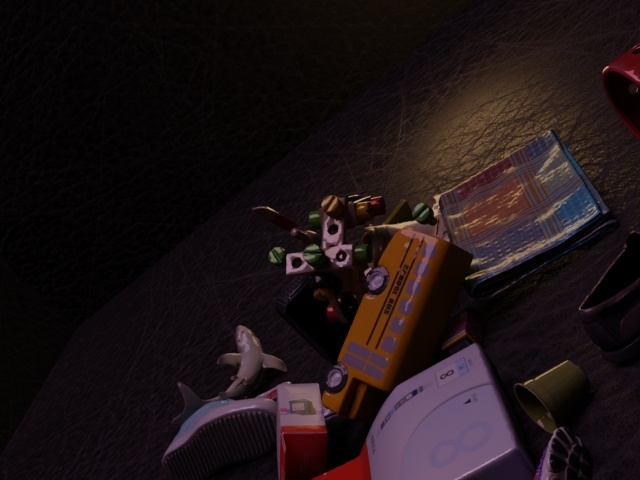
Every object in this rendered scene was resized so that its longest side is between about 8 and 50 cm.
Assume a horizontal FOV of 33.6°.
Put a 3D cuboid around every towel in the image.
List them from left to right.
[{"bbox_3d":[0.128,0.026,2.283,0.021,0.102,0.237,21,62,39],"label":"towel"},{"bbox_3d":[0.348,-0.055,1.883,0.271,0.040,0.370,-31,26,12],"label":"towel"}]

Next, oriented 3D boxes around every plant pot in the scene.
[{"bbox_3d":[0.316,0.202,1.415,0.079,0.083,0.083,-34,13,-14],"label":"plant pot"},{"bbox_3d":[0.580,-0.252,1.710,0.174,0.191,0.191,-37,15,-4],"label":"plant pot"}]

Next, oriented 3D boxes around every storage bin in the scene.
[{"bbox_3d":[0.012,0.149,2.095,0.122,0.180,0.084,-47,15,-8],"label":"storage bin"}]

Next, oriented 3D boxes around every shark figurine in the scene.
[{"bbox_3d":[-0.186,0.320,2.302,0.278,0.166,0.116,-47,-23,-42],"label":"shark figurine"}]

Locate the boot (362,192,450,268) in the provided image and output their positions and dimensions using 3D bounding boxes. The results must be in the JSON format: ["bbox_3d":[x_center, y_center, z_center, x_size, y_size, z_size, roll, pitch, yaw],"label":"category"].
[{"bbox_3d":[0.182,-0.017,2.102,0.203,0.095,0.262,-8,25,1],"label":"boot"}]

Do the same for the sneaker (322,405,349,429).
[{"bbox_3d":[0.072,0.228,1.907,0.258,0.091,0.094,-44,16,0],"label":"sneaker"}]

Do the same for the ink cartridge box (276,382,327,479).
[{"bbox_3d":[-0.032,0.347,1.769,0.078,0.134,0.231,0,18,-4],"label":"ink cartridge box"}]

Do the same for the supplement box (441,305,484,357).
[{"bbox_3d":[0.237,0.158,1.764,0.055,0.043,0.083,-37,18,30],"label":"supplement box"}]

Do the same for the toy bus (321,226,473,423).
[{"bbox_3d":[0.127,0.150,1.777,0.130,0.108,0.332,21,87,41],"label":"toy bus"}]

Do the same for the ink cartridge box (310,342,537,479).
[{"bbox_3d":[0.097,0.325,1.483,0.385,0.091,0.308,-29,19,8],"label":"ink cartridge box"}]

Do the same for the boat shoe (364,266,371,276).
[{"bbox_3d":[0.148,0.072,2.145,0.096,0.098,0.277,-10,17,14],"label":"boat shoe"}]

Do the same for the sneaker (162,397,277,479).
[{"bbox_3d":[-0.188,0.363,2.131,0.366,0.135,0.150,-30,26,41],"label":"sneaker"}]

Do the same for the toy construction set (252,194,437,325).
[{"bbox_3d":[0.000,0.000,1.907,0.309,0.237,0.257,19,85,31],"label":"toy construction set"}]

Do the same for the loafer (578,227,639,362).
[{"bbox_3d":[0.453,0.029,1.459,0.302,0.095,0.109,-52,18,-26],"label":"loafer"}]

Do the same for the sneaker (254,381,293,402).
[{"bbox_3d":[-0.106,0.338,2.162,0.118,0.042,0.067,-37,14,18],"label":"sneaker"}]

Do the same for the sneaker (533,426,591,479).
[{"bbox_3d":[0.272,0.299,1.283,0.071,0.068,0.170,-34,19,51],"label":"sneaker"}]
